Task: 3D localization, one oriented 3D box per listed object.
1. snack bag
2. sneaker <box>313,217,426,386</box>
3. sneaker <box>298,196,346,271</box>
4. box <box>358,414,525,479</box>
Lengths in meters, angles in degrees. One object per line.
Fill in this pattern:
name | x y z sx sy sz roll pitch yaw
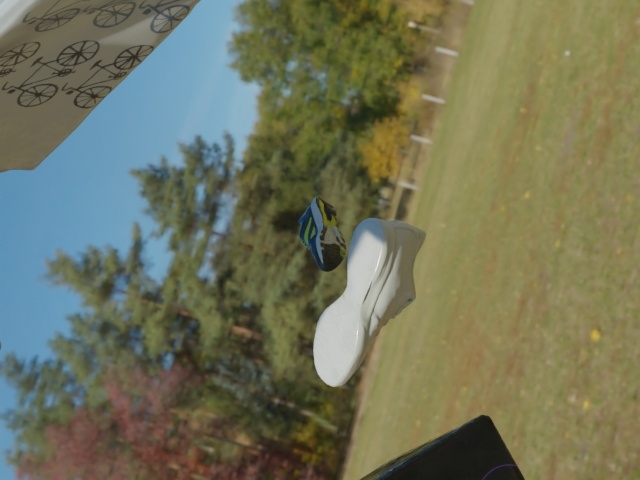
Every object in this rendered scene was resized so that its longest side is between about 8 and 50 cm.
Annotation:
snack bag | -0.253 -0.106 0.674 0.323 0.037 0.342 -33 -10 36
sneaker | 0.064 0.076 1.183 0.080 0.094 0.212 44 121 44
sneaker | 0.000 0.000 0.924 0.035 0.031 0.083 -45 33 32
box | 0.067 0.297 0.933 0.270 0.165 0.143 -21 -13 -40
